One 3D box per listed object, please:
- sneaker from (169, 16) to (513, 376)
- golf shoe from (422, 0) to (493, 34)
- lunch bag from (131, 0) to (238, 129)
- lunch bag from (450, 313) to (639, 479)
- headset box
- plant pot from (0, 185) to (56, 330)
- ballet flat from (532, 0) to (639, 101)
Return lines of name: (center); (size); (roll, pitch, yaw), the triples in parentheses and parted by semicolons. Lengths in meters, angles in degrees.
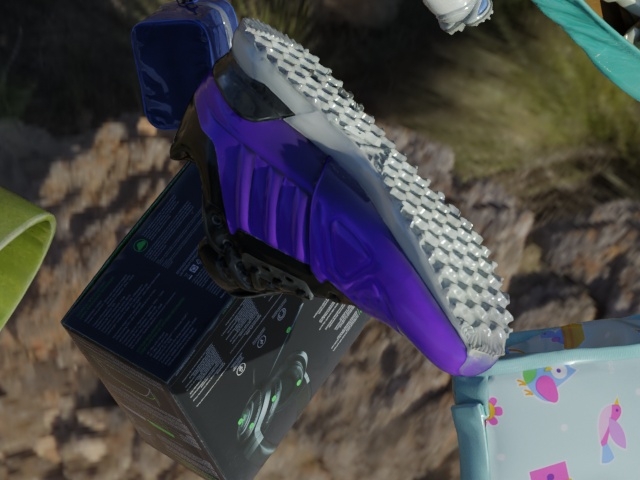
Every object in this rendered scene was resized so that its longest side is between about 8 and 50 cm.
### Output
sneaker: (0.000, 0.000, 1.077); (0.146, 0.102, 0.293); (-47, 62, 18)
golf shoe: (0.117, -0.268, 1.410); (0.086, 0.069, 0.176); (34, 49, -36)
lunch bag: (-0.097, -0.137, 1.226); (0.067, 0.098, 0.065); (2, 23, 21)
lunch bag: (0.201, 0.171, 1.179); (0.262, 0.160, 0.223); (-7, 95, -34)
headset box: (-0.085, 0.079, 1.575); (0.131, 0.283, 0.246); (27, 69, 27)
plant pot: (-0.359, 0.009, 0.973); (0.293, 0.275, 0.275); (36, 70, 1)
ballet flat: (0.180, -0.147, 0.957); (0.247, 0.087, 0.083); (30, 70, -32)
